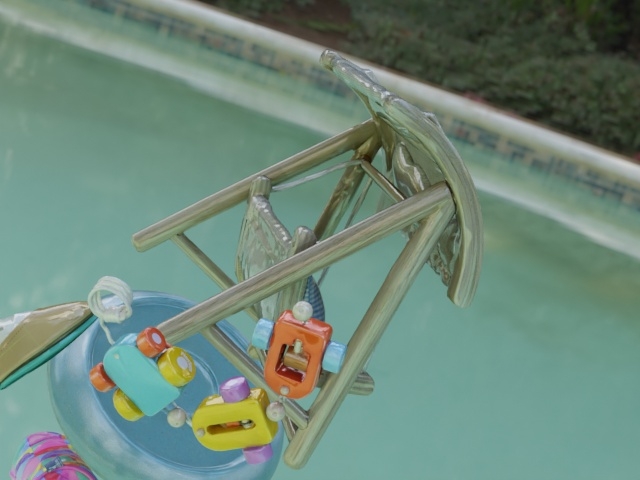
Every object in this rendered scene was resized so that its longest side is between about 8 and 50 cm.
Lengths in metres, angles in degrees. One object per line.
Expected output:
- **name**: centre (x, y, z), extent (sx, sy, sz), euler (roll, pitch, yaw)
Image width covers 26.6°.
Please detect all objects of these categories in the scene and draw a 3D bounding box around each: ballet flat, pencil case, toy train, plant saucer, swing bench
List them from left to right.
- **ballet flat**: centre (-0.303, 0.116, 1.198), extent (0.073, 0.232, 0.080), euler (48, -4, -2)
- **pencil case**: centre (-0.326, 0.298, 1.653), extent (0.104, 0.104, 0.236), euler (16, -3, -15)
- **plant saucer**: centre (-0.175, 0.181, 1.645), extent (0.318, 0.043, 0.317), euler (22, 42, -21)
- **toy train**: centre (-0.066, 0.073, 0.866), extent (0.166, 0.125, 0.046), euler (14, 26, 11)
- **swing bench**: centre (0.000, 0.000, 1.075), extent (0.165, 0.255, 0.253), euler (45, 4, -19)
